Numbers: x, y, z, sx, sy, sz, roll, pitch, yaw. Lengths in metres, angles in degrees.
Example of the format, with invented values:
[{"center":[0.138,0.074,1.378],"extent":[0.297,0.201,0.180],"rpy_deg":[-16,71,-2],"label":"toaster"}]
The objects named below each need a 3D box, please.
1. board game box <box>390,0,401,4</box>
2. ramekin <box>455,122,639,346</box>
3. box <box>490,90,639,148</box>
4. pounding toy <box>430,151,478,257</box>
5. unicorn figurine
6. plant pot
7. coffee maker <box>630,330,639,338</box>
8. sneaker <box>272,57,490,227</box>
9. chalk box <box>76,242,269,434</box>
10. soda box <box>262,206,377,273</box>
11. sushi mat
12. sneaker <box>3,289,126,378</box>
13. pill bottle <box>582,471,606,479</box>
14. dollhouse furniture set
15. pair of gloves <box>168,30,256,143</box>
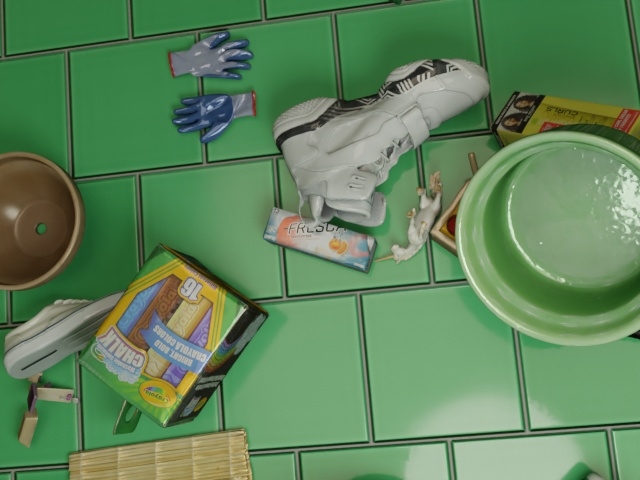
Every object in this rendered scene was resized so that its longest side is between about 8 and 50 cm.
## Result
[{"center":[0.055,-0.581,1.446],"extent":[0.317,0.046,0.213],"rpy_deg":[30,86,11],"label":"board game box"},{"center":[0.357,-0.019,1.146],"extent":[0.303,0.148,0.303],"rpy_deg":[11,114,26],"label":"ramekin"},{"center":[0.385,-0.170,1.267],"extent":[0.232,0.058,0.087],"rpy_deg":[23,72,45],"label":"box"},{"center":[0.253,-0.041,1.311],"extent":[0.130,0.100,0.141],"rpy_deg":[35,88,11],"label":"pounding toy"},{"center":[0.160,-0.028,1.331],"extent":[0.060,0.111,0.162],"rpy_deg":[38,74,21],"label":"unicorn figurine"},{"center":[-0.508,-0.026,1.414],"extent":[0.237,0.110,0.237],"rpy_deg":[-1,81,8],"label":"plant pot"},{"center":[0.537,0.069,1.259],"extent":[0.171,0.120,0.178],"rpy_deg":[13,85,-14],"label":"coffee maker"},{"center":[0.110,-0.147,1.313],"extent":[0.365,0.137,0.210],"rpy_deg":[-16,67,11],"label":"sneaker"},{"center":[-0.248,0.179,1.311],"extent":[0.179,0.180,0.289],"rpy_deg":[35,87,11],"label":"chalk box"},{"center":[0.000,0.000,1.360],"extent":[0.183,0.063,0.058],"rpy_deg":[17,84,10],"label":"soda box"},{"center":[-0.266,0.410,1.361],"extent":[0.316,0.019,0.151],"rpy_deg":[-10,82,7],"label":"sushi mat"},{"center":[-0.425,0.136,1.390],"extent":[0.258,0.094,0.091],"rpy_deg":[-25,55,-6],"label":"sneaker"},{"center":[0.381,0.459,1.212],"extent":[0.117,0.117,0.208],"rpy_deg":[43,90,12],"label":"pill bottle"},{"center":[-0.473,0.293,1.415],"extent":[0.081,0.091,0.114],"rpy_deg":[12,110,-30],"label":"dollhouse furniture set"},{"center":[-0.192,-0.272,1.449],"extent":[0.159,0.023,0.198],"rpy_deg":[-9,80,9],"label":"pair of gloves"}]
